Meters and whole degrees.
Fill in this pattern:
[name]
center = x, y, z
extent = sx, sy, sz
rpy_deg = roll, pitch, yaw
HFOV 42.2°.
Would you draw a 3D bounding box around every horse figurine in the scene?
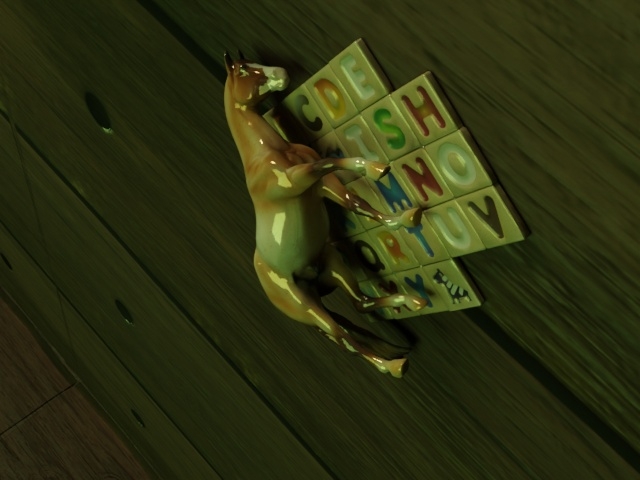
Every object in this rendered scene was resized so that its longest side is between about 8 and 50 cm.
[horse figurine]
center = 0.000, 0.000, 0.624
extent = 0.174, 0.066, 0.263
rpy_deg = 22, 138, 37

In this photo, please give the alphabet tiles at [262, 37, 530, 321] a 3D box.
[alphabet tiles]
center = 0.043, -0.031, 0.600
extent = 0.198, 0.009, 0.237
rpy_deg = 57, 153, -6
